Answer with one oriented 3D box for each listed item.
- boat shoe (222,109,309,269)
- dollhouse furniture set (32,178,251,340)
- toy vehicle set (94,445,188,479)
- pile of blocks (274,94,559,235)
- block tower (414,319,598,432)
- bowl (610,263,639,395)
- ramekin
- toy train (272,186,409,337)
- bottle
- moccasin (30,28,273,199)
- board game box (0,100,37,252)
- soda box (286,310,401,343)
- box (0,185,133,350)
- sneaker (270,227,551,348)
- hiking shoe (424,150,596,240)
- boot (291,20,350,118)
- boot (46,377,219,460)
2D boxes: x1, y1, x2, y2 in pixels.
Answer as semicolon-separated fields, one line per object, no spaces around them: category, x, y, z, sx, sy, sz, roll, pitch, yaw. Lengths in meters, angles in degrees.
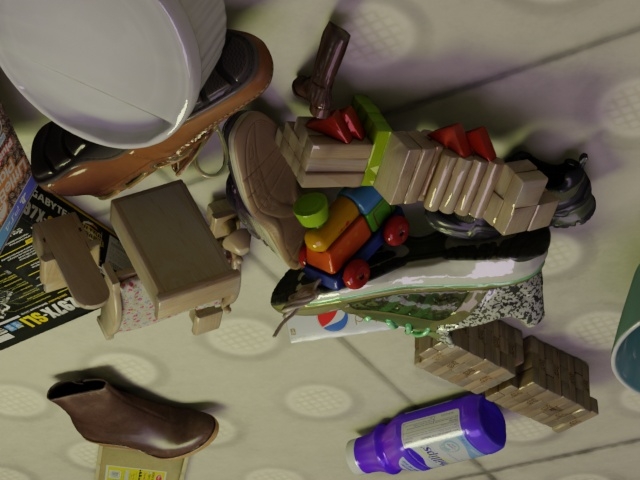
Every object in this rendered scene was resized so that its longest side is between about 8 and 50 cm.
boat shoe;-0.081;-0.069;1.852;0.092;0.103;0.285;22;156;32
dollhouse furniture set;-0.232;0.107;1.931;0.303;0.173;0.355;-17;148;-23
toy vehicle set;-0.341;0.434;2.640;0.166;0.035;0.267;8;145;-8
pile of blocks;0.130;-0.117;1.745;0.362;0.149;0.112;14;124;-7
block tower;0.290;0.196;2.210;0.335;0.097;0.091;28;138;-29
bowl;0.562;0.094;1.981;0.312;0.163;0.311;2;146;2
ramekin;-0.225;-0.242;1.518;0.273;0.127;0.272;18;135;19
toy train;0.000;0.000;1.840;0.105;0.248;0.143;23;149;40
bottle;0.177;0.346;2.428;0.283;0.092;0.118;-19;140;28
moccasin;-0.194;-0.143;1.722;0.380;0.139;0.147;-32;146;34
board game box;-0.513;-0.126;1.711;0.232;0.141;0.291;11;148;17
soda box;0.058;0.098;2.080;0.216;0.074;0.069;-10;100;16
box;-0.464;0.039;2.051;0.322;0.079;0.257;-23;140;32
sneaker;0.130;0.087;1.956;0.410;0.158;0.182;-8;118;18
hiking shoe;0.246;-0.071;1.856;0.227;0.086;0.114;-8;128;9
boot;0.002;-0.217;1.676;0.037;0.106;0.114;-1;120;-23
boot;-0.320;0.300;2.399;0.249;0.090;0.207;-7;146;19
